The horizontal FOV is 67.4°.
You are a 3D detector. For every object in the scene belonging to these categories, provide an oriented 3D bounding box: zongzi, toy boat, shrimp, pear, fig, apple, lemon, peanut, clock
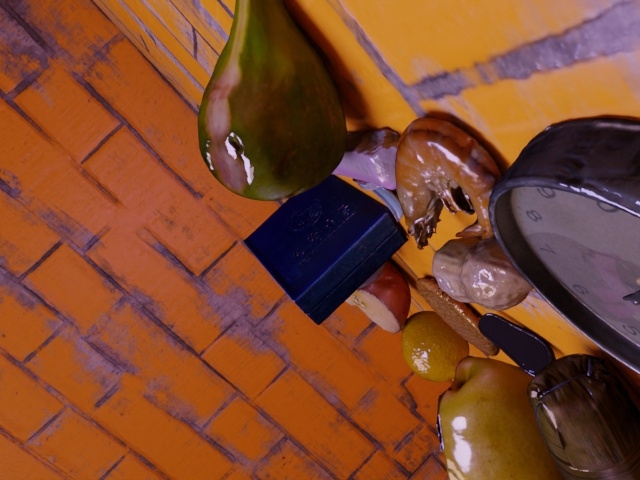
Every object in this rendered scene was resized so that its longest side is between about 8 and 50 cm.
[{"bbox_3d":[0.394,0.254,0.746,0.286,0.138,0.300,55,-166,-12],"label":"zongzi"},{"bbox_3d":[0.117,-0.075,0.840,0.122,0.034,0.096,38,179,-24],"label":"toy boat"},{"bbox_3d":[0.143,-0.047,0.558,0.150,0.068,0.248,47,169,16],"label":"shrimp"},{"bbox_3d":[0.417,0.409,0.936,0.191,0.340,0.386,-16,116,49],"label":"pear"},{"bbox_3d":[-0.059,-0.194,0.609,0.206,0.206,0.275,42,141,41],"label":"fig"},{"bbox_3d":[0.151,0.118,1.406,0.293,0.163,0.251,31,160,22],"label":"apple"},{"bbox_3d":[0.318,0.295,1.348,0.187,0.187,0.244,49,179,-42],"label":"lemon"},{"bbox_3d":[0.204,0.037,0.611,0.098,0.090,0.214,44,174,-4],"label":"peanut"},{"bbox_3d":[0.249,0.033,0.360,0.280,0.055,0.280,45,176,4],"label":"clock"}]

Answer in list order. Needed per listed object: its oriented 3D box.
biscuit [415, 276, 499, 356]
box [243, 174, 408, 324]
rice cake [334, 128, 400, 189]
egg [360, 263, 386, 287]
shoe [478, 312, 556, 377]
[{"bbox_3d":[0.324,0.177,1.136,0.254,0.035,0.254,45,175,6],"label":"biscuit"},{"bbox_3d":[0.000,0.000,1.052,0.279,0.261,0.116,41,171,50],"label":"box"},{"bbox_3d":[0.044,-0.134,0.761,0.072,0.056,0.365,49,174,-21],"label":"rice cake"},{"bbox_3d":[0.068,0.023,1.207,0.176,0.176,0.232,48,-179,-29],"label":"egg"},{"bbox_3d":[0.347,0.182,0.838,0.053,0.062,0.159,32,-175,-40],"label":"shoe"}]
